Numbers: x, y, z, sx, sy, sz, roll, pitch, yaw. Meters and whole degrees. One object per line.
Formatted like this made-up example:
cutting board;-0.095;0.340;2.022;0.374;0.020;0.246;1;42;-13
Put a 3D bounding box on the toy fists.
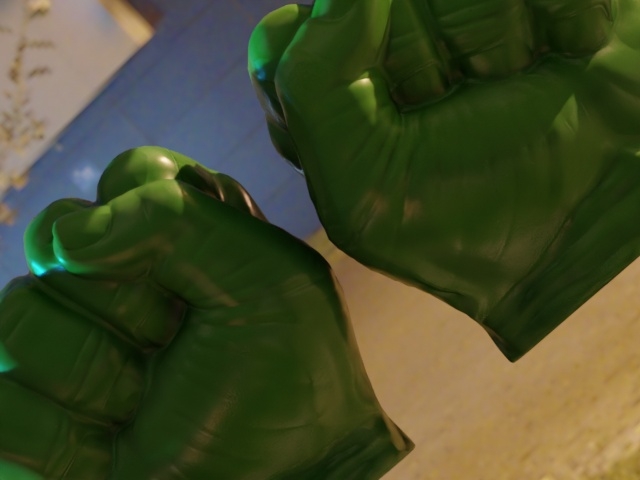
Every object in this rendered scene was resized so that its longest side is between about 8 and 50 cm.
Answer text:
toy fists;0.000;0.000;0.526;0.279;0.142;0.096;-42;-8;5
